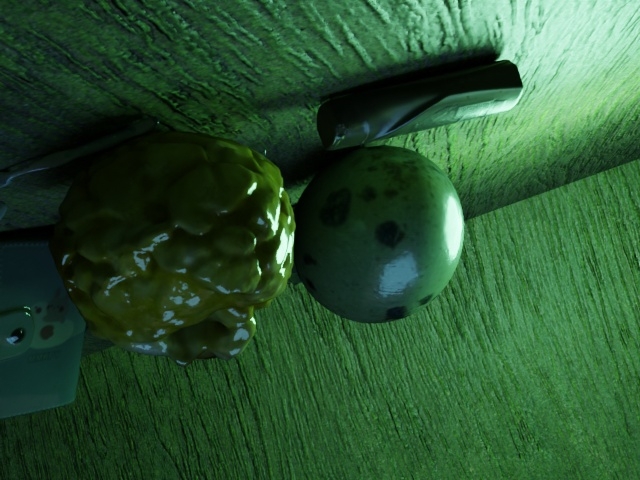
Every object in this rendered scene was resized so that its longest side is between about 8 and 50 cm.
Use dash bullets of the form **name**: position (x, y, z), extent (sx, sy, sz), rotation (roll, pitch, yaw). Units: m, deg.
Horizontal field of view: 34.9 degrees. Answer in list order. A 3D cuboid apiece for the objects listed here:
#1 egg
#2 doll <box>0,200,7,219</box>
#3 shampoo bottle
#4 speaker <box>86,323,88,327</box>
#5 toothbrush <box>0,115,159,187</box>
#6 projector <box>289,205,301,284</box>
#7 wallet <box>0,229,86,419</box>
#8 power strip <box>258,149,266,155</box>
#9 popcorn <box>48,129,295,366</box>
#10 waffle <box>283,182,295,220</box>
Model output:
- **egg**: position (0.113, -0.015, 2.032), extent (0.345, 0.345, 0.428), rotation (-17, 162, -13)
- **doll**: position (-0.526, -0.015, 1.378), extent (0.181, 0.107, 0.110), rotation (-19, 152, 9)
- **shampoo bottle**: position (0.161, -0.222, 1.674), extent (0.350, 0.084, 0.125), rotation (-16, 169, -21)
- **speaker**: position (-0.649, 0.181, 2.030), extent (0.388, 0.184, 0.180), rotation (16, 172, -9)
- **toothbrush**: position (-0.346, -0.119, 1.406), extent (0.269, 0.021, 0.027), rotation (-20, -176, 6)
- **projector**: position (0.000, 0.000, 2.452), extent (0.163, 0.177, 0.242), rotation (-26, 171, 28)
- **wallet**: position (-0.520, 0.153, 1.832), extent (0.083, 0.360, 0.252), rotation (21, -162, 34)
- **power strip**: position (-0.180, -0.119, 1.755), extent (0.191, 0.030, 0.047), rotation (-21, 170, 13)
- **popcorn**: position (-0.207, -0.007, 1.489), extent (0.390, 0.344, 0.354), rotation (118, -4, -46)
- **waffle**: position (-0.217, -0.023, 1.929), extent (0.324, 0.151, 0.261), rotation (-27, 172, 38)
